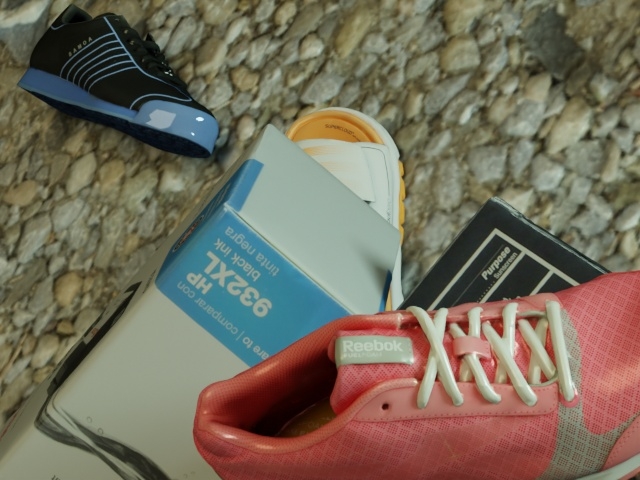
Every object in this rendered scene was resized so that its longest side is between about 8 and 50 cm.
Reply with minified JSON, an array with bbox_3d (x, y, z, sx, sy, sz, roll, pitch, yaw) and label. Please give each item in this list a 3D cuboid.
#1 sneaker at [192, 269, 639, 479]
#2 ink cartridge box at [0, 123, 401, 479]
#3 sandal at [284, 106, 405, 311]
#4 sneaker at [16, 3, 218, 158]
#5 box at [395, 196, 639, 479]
[{"bbox_3d":[0.071,0.085,1.082,0.314,0.136,0.116,-22,53,20],"label":"sneaker"},{"bbox_3d":[-0.097,0.095,1.323,0.307,0.129,0.223,-48,7,16],"label":"ink cartridge box"},{"bbox_3d":[0.009,-0.003,1.455,0.102,0.076,0.265,-23,53,20],"label":"sandal"},{"bbox_3d":[-0.159,-0.137,1.642,0.232,0.081,0.090,22,83,41],"label":"sneaker"},{"bbox_3d":[0.141,0.182,1.188,0.296,0.183,0.294,-50,49,-4],"label":"box"}]
